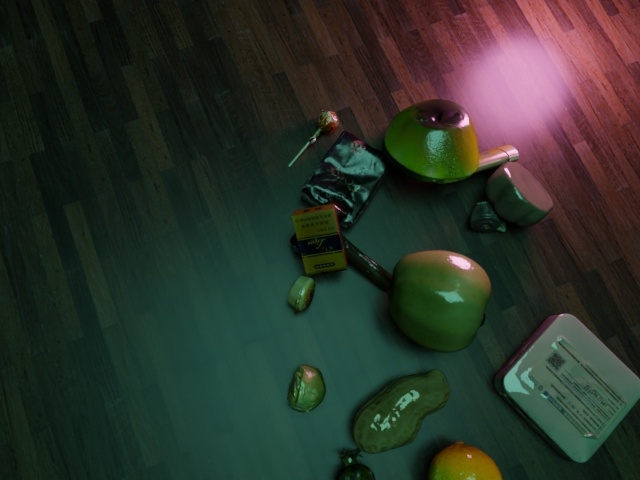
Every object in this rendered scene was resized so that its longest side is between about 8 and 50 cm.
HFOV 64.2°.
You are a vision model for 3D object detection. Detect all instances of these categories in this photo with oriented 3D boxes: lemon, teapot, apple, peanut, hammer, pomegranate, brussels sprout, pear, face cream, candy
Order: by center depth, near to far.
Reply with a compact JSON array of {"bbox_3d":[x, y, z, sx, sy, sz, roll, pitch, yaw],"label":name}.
[{"bbox_3d":[0.468,0.812,1.637,0.245,0.245,0.319,-3,72,-5],"label":"lemon"},{"bbox_3d":[0.117,0.780,1.676,0.149,0.148,0.169,2,76,-4],"label":"pomegranate"},{"bbox_3d":[0.279,0.577,1.728,0.387,0.169,0.192,-34,85,-13],"label":"peanut"},{"bbox_3d":[-0.039,0.509,1.741,0.122,0.149,0.151,10,113,-16],"label":"brussels sprout"},{"bbox_3d":[0.404,0.203,1.761,0.358,0.357,0.357,1,74,-4],"label":"apple"},{"bbox_3d":[0.112,0.046,1.889,0.409,0.095,0.242,39,111,-8],"label":"hammer"},{"bbox_3d":[0.432,-0.406,1.933,0.399,0.165,0.398,2,47,-2],"label":"pear"},{"bbox_3d":[0.656,-0.097,1.978,0.149,0.111,0.108,5,62,2],"label":"teapot"},{"bbox_3d":[0.651,-0.314,2.028,0.285,0.139,0.067,-17,110,-9],"label":"face cream"},{"bbox_3d":[-0.037,-0.406,2.042,0.084,0.078,0.287,41,83,4],"label":"candy"}]

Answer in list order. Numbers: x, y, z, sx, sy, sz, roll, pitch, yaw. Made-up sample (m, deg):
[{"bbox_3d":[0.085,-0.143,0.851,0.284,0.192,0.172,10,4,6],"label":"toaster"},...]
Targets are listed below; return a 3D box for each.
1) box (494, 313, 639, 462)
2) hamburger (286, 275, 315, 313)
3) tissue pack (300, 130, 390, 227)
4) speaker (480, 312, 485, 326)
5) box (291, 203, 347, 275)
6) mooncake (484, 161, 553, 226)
[{"bbox_3d":[0.880,0.518,1.819,0.396,0.111,0.396,-41,80,-13],"label":"box"},{"bbox_3d":[-0.066,0.197,1.833,0.082,0.126,0.141,28,70,15],"label":"hamburger"},{"bbox_3d":[0.103,-0.236,1.967,0.245,0.123,0.332,34,75,6],"label":"tissue pack"},{"bbox_3d":[0.569,0.273,1.900,0.075,0.060,0.094,11,39,-1],"label":"speaker"},{"bbox_3d":[0.000,0.000,1.801,0.152,0.070,0.237,-9,109,10],"label":"box"},{"bbox_3d":[0.754,-0.175,1.951,0.275,0.135,0.274,20,47,-23],"label":"mooncake"}]
